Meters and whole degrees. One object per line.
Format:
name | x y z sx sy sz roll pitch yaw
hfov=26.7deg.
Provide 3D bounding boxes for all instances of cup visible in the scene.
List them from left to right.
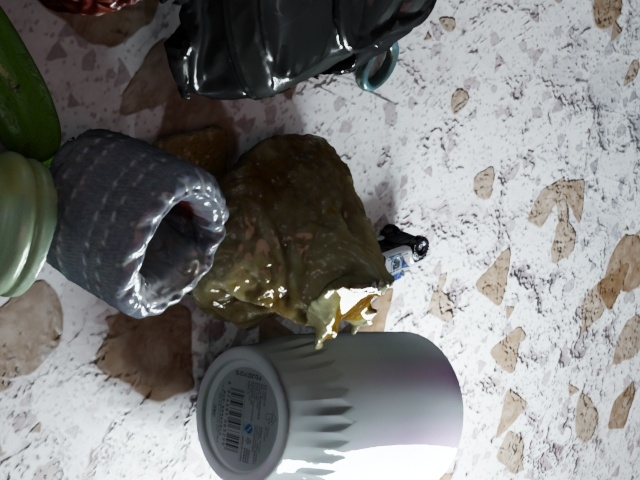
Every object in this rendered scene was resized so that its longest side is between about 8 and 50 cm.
cup | 0.017 0.262 2.019 0.371 0.253 0.253 4 104 -45

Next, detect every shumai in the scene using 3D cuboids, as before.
shumai | 0.000 0.000 1.866 0.314 0.262 0.267 -59 147 -24

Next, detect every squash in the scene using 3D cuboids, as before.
squash | -0.371 -0.197 1.549 0.082 0.082 0.292 -44 133 -24

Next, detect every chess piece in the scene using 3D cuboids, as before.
chess piece | -0.460 -0.036 1.500 0.298 0.175 0.176 10 100 -34

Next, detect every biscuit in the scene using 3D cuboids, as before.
biscuit | -0.182 -0.037 1.853 0.131 0.026 0.237 -18 120 -40

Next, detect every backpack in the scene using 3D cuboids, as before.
backpack | -0.037 -0.355 1.706 0.445 0.254 0.363 -38 133 -47

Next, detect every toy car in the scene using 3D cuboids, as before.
toy car | 0.090 0.031 2.120 0.170 0.080 0.070 -20 121 -39

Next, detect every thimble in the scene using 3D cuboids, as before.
thimble | -0.234 -0.029 1.665 0.236 0.172 0.205 -26 141 -56

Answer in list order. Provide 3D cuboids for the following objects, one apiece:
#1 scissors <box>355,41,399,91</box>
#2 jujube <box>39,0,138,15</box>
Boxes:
scissors | 0.121 -0.362 2.013 0.289 0.041 0.138 -56 138 -6
jujube | -0.257 -0.328 1.508 0.155 0.230 0.155 -6 103 -29
